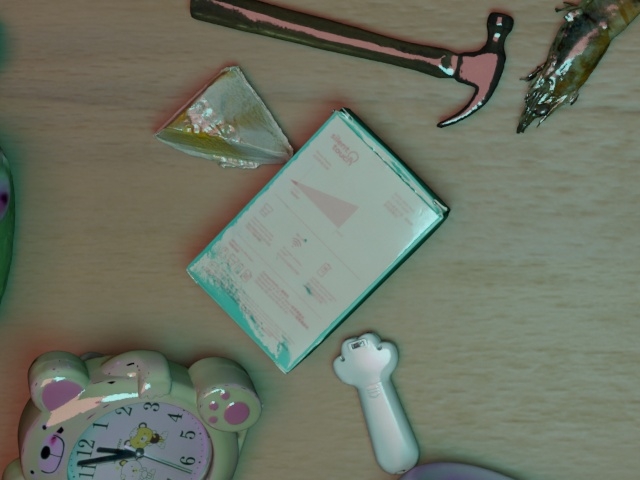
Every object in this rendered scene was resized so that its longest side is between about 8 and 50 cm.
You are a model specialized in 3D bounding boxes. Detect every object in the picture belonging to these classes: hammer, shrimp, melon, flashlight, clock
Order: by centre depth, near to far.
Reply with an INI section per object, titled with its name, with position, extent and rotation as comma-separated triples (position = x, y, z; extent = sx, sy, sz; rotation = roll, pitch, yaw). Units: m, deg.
[shrimp]
position = 0.309, -0.288, 1.717
extent = 0.169, 0.058, 0.296
rotation = 37, 96, 14
[clock]
position = -0.256, 0.279, 1.758
extent = 0.309, 0.114, 0.284
rotation = 10, 111, -21
[hammer]
position = 0.033, -0.276, 1.776
extent = 0.439, 0.044, 0.168
rotation = 17, 95, 10
[melon]
position = -0.129, -0.172, 1.791
extent = 0.202, 0.093, 0.140
rotation = 11, 88, 6
[flashlight]
position = 0.084, 0.224, 1.793
extent = 0.093, 0.047, 0.200
rotation = -19, 92, 12

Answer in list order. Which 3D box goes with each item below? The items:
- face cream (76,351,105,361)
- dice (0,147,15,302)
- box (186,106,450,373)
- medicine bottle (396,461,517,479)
[face cream]
position = -0.334, 0.222, 1.840
extent = 0.104, 0.117, 0.117
rotation = -33, 87, 20
[dice]
position = -0.616, -0.020, 1.773
extent = 0.318, 0.322, 0.330
rotation = 8, 96, 10
[box]
position = 0.000, 0.000, 1.759
extent = 0.205, 0.118, 0.311
rotation = 44, 101, 3
[medicine bottle]
position = 0.173, 0.479, 1.683
extent = 0.256, 0.256, 0.325
rotation = 18, 104, 10
